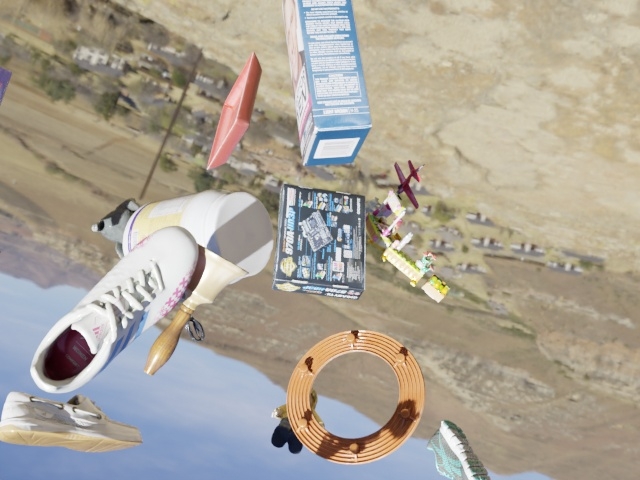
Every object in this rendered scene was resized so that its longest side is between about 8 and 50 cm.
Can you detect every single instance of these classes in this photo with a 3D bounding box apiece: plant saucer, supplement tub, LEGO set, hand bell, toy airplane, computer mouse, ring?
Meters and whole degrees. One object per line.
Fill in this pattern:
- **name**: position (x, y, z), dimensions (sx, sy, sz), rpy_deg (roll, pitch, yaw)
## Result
- **plant saucer**: position (-0.236, -0.354, 1.716), dimensions (0.048, 0.259, 0.258), rpy_deg (20, 148, -19)
- **supplement tub**: position (-0.308, -0.001, 1.546), dimensions (0.331, 0.241, 0.241), rpy_deg (-6, 157, 36)
- **LEGO set**: position (0.183, -0.007, 1.304), dimensions (0.132, 0.107, 0.287), rpy_deg (13, -147, -48)
- **hand bell**: position (-0.241, 0.131, 1.087), dimensions (0.126, 0.242, 0.126), rpy_deg (29, 174, 4)
- **toy airplane**: position (0.237, -0.160, 1.650), dimensions (0.028, 0.151, 0.151), rpy_deg (-13, -174, -28)
- **computer mouse**: position (-0.393, 0.187, 1.798), dimensions (0.041, 0.242, 0.071), rpy_deg (-4, -168, 38)
- **ring**: position (0.079, 0.358, 1.450), dimensions (0.336, 0.336, 0.032), rpy_deg (13, 150, 26)

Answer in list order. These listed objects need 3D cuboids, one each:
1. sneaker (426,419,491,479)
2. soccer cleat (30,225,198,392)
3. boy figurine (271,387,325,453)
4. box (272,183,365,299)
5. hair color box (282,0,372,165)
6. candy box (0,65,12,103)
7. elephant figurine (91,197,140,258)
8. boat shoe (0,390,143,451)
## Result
- **sneaker**: position (0.253, 0.418, 1.127), dimensions (0.065, 0.076, 0.166), rpy_deg (26, -156, -34)
- **soccer cleat**: position (-0.312, 0.109, 0.958), dimensions (0.116, 0.331, 0.143), rpy_deg (42, 168, -5)
- **boy figurine**: position (-0.062, 0.572, 1.965), dimensions (0.177, 0.092, 0.285), rpy_deg (19, -162, 9)
- **box**: position (0.000, 0.000, 1.212), dimensions (0.175, 0.220, 0.051), rpy_deg (7, 151, -9)
- **hair color box**: position (0.004, -0.330, 1.121), dimensions (0.105, 0.347, 0.174), rpy_deg (-5, 167, -10)
- **candy box**: position (-0.866, -0.319, 1.440), dimensions (0.122, 0.268, 0.317), rpy_deg (20, -178, -16)
- **elephant figurine**: position (-0.588, -0.010, 1.987), dimensions (0.239, 0.186, 0.169), rpy_deg (52, 167, -12)
- **boat shoe**: position (-0.450, 0.333, 1.137), dimensions (0.098, 0.096, 0.277), rpy_deg (-27, 143, 28)
